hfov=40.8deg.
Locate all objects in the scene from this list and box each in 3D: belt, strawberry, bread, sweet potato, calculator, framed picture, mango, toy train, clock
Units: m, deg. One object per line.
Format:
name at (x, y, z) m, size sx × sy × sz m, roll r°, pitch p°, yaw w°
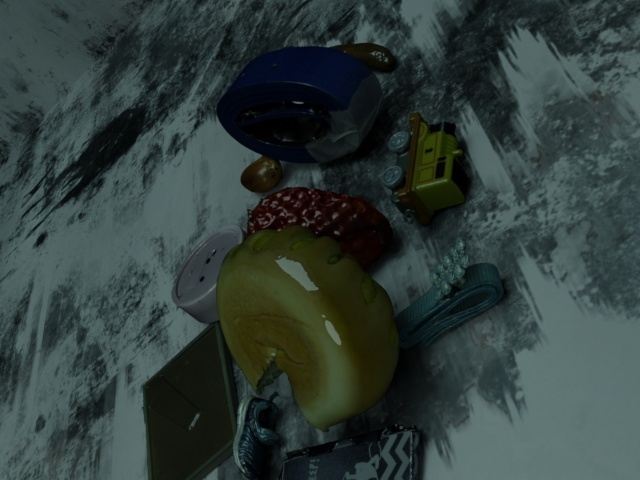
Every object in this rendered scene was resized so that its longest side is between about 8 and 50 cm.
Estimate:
belt at (-0.045, -0.258, 1.671) m, size 0.346 × 0.212 × 0.117 m, roll 2°, pitch 48°, yaw 41°
strawberry at (0.000, 0.000, 1.437) m, size 0.244 × 0.205 × 0.205 m, roll -6°, pitch 52°, yaw 23°
bread at (-0.017, 0.114, 1.274) m, size 0.160 × 0.333 × 0.333 m, roll -27°, pitch 16°, yaw -36°
sweet potato at (0.057, -0.378, 1.810) m, size 0.273 × 0.075 × 0.075 m, roll 2°, pitch 61°, yaw 47°
calculator at (0.028, 0.355, 1.202) m, size 0.274 × 0.028 × 0.166 m, roll -24°, pitch 46°, yaw 40°
framed picture at (-0.243, 0.315, 1.580) m, size 0.232 × 0.024 × 0.315 m, roll -42°, pitch 36°, yaw 17°
mango at (-0.124, -0.136, 1.813) m, size 0.127 × 0.063 × 0.077 m, roll -14°, pitch 54°, yaw 51°
belt at (0.167, 0.085, 1.215) m, size 0.179 × 0.100 × 0.065 m, roll -40°, pitch 31°, yaw 25°
toy train at (0.177, -0.121, 1.406) m, size 0.127 × 0.089 × 0.219 m, roll -13°, pitch 49°, yaw 32°
clock at (-0.203, 0.065, 1.700) m, size 0.196 × 0.068 × 0.197 m, roll -34°, pitch 31°, yaw 24°

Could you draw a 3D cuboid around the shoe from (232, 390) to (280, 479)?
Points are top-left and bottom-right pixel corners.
shoe at (-0.098, 0.312, 1.371) m, size 0.071 × 0.064 × 0.143 m, roll -17°, pitch 47°, yaw 27°
